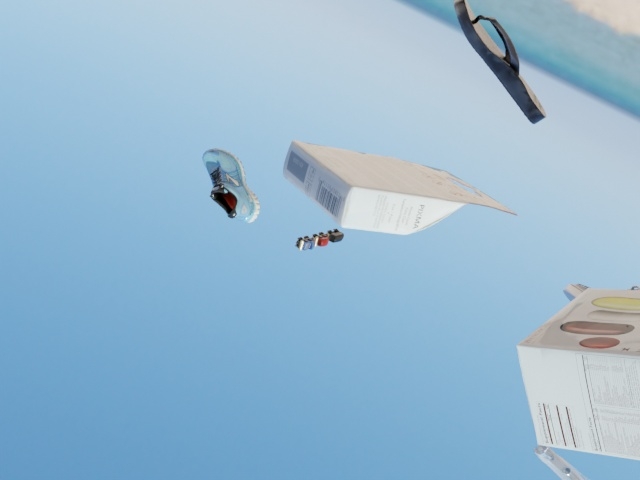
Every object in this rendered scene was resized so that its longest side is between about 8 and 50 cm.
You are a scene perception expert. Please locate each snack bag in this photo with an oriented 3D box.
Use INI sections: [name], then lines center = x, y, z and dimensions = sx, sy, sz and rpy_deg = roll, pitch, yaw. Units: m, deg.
[snack bag]
center = 0.477, 0.453, 1.627
dimensions = 0.342, 0.037, 0.323
rpy_deg = 40, -176, -48

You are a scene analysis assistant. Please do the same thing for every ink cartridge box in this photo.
[ink cartridge box]
center = 0.155, -0.093, 2.245
dimensions = 0.385, 0.091, 0.308
rpy_deg = 9, -163, -27

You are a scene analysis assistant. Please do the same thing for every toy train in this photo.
[toy train]
center = 0.000, 0.000, 2.452
dimensions = 0.036, 0.027, 0.158
rpy_deg = 29, -155, 31

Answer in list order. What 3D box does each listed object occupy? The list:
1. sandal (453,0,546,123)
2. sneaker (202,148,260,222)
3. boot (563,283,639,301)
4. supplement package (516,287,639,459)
[sandal]
center = 0.302, -0.305, 1.828
dimensions = 0.254, 0.054, 0.097
rpy_deg = 47, -157, -24
[sneaker]
center = -0.174, -0.104, 2.048
dimensions = 0.073, 0.063, 0.162
rpy_deg = -6, -124, -50
[boot]
center = 0.489, 0.105, 1.804
dimensions = 0.190, 0.086, 0.069
rpy_deg = 37, 171, 39
[supplement package]
center = 0.397, 0.165, 1.423
dimensions = 0.203, 0.149, 0.194
rpy_deg = 0, -158, 43
